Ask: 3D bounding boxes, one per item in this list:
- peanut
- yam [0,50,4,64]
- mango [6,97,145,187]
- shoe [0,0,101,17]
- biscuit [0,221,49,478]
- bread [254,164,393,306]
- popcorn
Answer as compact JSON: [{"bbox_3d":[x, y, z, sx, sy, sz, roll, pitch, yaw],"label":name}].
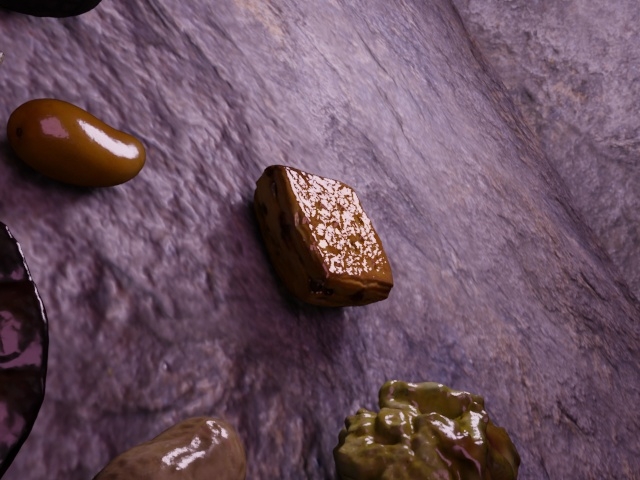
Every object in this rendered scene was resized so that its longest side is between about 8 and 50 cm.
[{"bbox_3d":[-0.156,0.256,0.683,0.129,0.129,0.224,55,29,-1],"label":"peanut"},{"bbox_3d":[-0.425,-0.221,0.821,0.094,0.043,0.043,16,51,-40],"label":"yam"},{"bbox_3d":[-0.295,-0.113,0.856,0.184,0.085,0.102,19,44,-54],"label":"mango"},{"bbox_3d":[-0.441,-0.426,0.911,0.337,0.132,0.171,25,36,-32],"label":"shoe"},{"bbox_3d":[-0.424,0.084,0.541,0.407,0.091,0.407,26,47,-32],"label":"biscuit"},{"bbox_3d":[0.000,0.000,1.101,0.211,0.099,0.235,9,51,-49],"label":"bread"},{"bbox_3d":[0.122,0.311,0.872,0.293,0.237,0.292,32,43,-36],"label":"popcorn"}]
